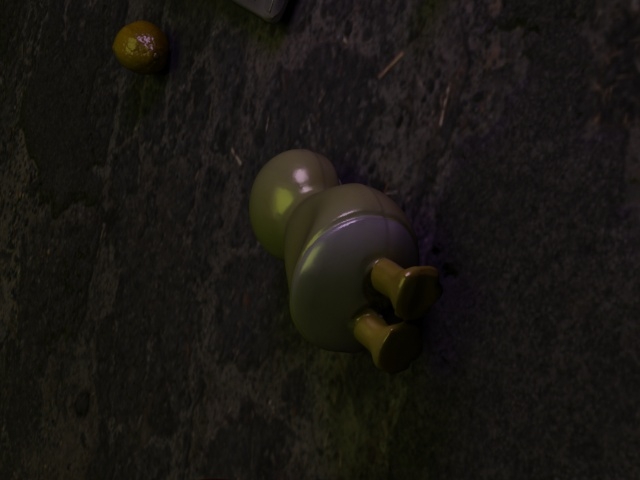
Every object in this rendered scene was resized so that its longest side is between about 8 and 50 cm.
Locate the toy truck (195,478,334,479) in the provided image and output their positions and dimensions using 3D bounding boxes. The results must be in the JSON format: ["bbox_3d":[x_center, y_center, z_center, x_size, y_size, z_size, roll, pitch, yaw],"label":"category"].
[{"bbox_3d":[-0.050,0.263,1.027,0.252,0.107,0.114,-15,67,49],"label":"toy truck"}]

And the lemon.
[{"bbox_3d":[-0.216,-0.233,1.433,0.092,0.065,0.065,33,107,43],"label":"lemon"}]

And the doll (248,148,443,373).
[{"bbox_3d":[0.012,0.000,1.028,0.296,0.117,0.141,-119,36,-59],"label":"doll"}]

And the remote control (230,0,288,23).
[{"bbox_3d":[-0.092,-0.300,1.318,0.261,0.029,0.067,41,113,53],"label":"remote control"}]
